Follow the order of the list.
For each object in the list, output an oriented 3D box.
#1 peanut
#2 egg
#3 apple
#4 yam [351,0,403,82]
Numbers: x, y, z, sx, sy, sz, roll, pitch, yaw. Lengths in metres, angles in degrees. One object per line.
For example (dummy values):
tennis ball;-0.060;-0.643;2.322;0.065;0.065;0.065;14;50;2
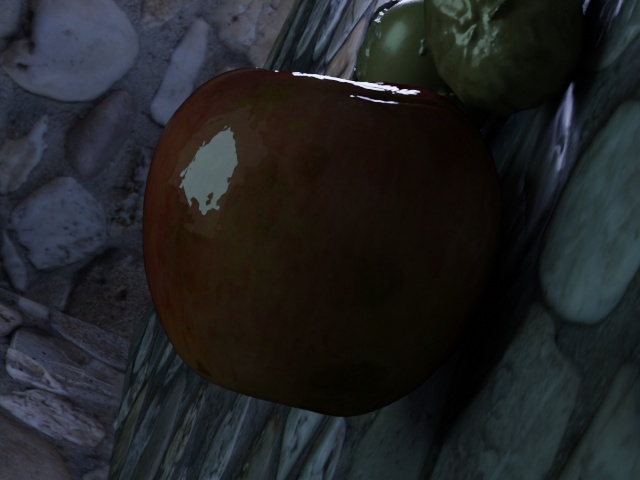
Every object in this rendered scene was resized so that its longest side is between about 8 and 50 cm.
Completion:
peanut;0.184;-0.253;1.715;0.158;0.174;0.340;-56;13;30
egg;0.124;-0.187;1.874;0.201;0.164;0.164;75;-154;-55
apple;0.000;0.000;1.643;0.364;0.364;0.364;-157;90;-79
yam;0.095;-0.172;2.107;0.131;0.131;0.279;-53;17;50
